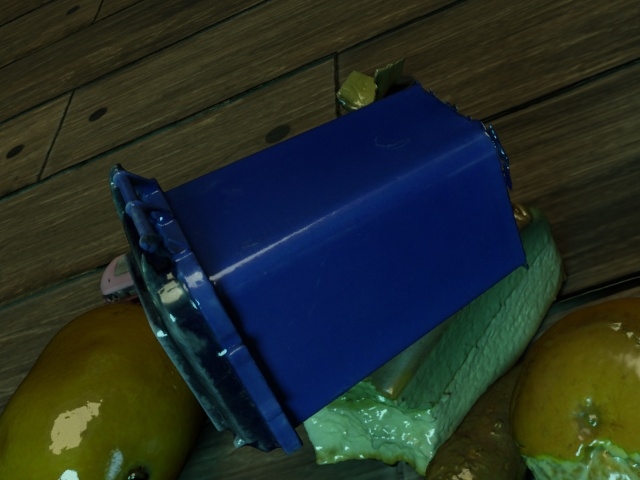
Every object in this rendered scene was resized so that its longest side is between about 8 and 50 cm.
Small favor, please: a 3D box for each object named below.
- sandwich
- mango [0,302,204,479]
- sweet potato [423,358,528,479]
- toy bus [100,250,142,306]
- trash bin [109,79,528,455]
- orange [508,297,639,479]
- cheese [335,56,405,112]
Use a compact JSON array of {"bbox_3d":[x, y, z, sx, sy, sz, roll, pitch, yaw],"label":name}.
[{"bbox_3d":[0.081,0.074,0.656,0.220,0.108,0.186,-16,38,16],"label":"sandwich"},{"bbox_3d":[-0.181,0.140,0.744,0.175,0.139,0.254,-15,32,11],"label":"mango"},{"bbox_3d":[0.113,0.150,0.588,0.068,0.060,0.206,30,59,10],"label":"sweet potato"},{"bbox_3d":[-0.121,0.032,0.869,0.203,0.090,0.063,-22,37,15],"label":"toy bus"},{"bbox_3d":[0.000,0.000,0.564,0.234,0.184,0.162,-29,36,-6],"label":"trash bin"},{"bbox_3d":[0.194,0.110,0.520,0.156,0.134,0.157,-11,76,53],"label":"orange"},{"bbox_3d":[0.065,-0.185,1.033,0.084,0.041,0.060,-18,27,44],"label":"cheese"}]
